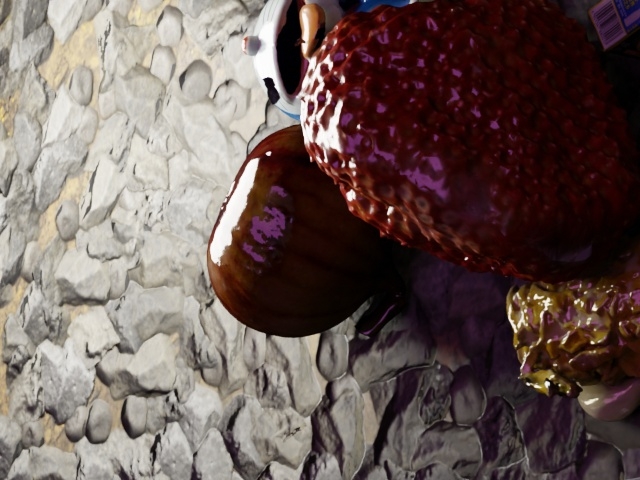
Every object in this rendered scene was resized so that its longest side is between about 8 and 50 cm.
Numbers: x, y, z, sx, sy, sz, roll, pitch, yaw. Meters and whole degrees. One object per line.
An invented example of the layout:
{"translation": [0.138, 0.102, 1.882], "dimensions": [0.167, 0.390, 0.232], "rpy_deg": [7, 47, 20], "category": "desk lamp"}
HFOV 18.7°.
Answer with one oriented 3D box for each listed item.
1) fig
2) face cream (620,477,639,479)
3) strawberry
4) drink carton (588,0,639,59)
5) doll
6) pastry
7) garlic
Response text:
{"translation": [-0.015, -0.011, 2.080], "dimensions": [0.235, 0.214, 0.235], "rpy_deg": [1, -90, -90], "category": "fig"}
{"translation": [0.303, 0.312, 1.798], "dimensions": [0.072, 0.051, 0.182], "rpy_deg": [-18, 71, 43], "category": "face cream"}
{"translation": [0.146, -0.082, 1.826], "dimensions": [0.351, 0.312, 0.267], "rpy_deg": [55, 142, 44], "category": "strawberry"}
{"translation": [0.338, -0.234, 1.820], "dimensions": [0.166, 0.071, 0.056], "rpy_deg": [-36, 63, 39], "category": "drink carton"}
{"translation": [0.037, -0.199, 2.078], "dimensions": [0.257, 0.161, 0.215], "rpy_deg": [0, 102, 45], "category": "doll"}
{"translation": [0.275, 0.073, 1.810], "dimensions": [0.250, 0.102, 0.154], "rpy_deg": [-27, 52, 36], "category": "pastry"}
{"translation": [0.275, 0.147, 1.862], "dimensions": [0.083, 0.041, 0.053], "rpy_deg": [22, 96, 54], "category": "garlic"}
